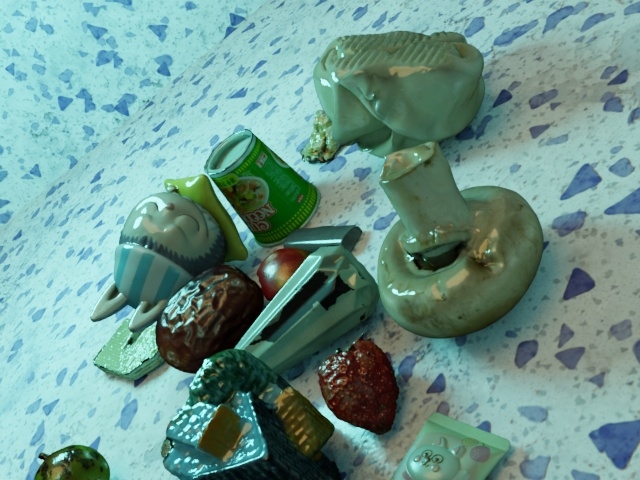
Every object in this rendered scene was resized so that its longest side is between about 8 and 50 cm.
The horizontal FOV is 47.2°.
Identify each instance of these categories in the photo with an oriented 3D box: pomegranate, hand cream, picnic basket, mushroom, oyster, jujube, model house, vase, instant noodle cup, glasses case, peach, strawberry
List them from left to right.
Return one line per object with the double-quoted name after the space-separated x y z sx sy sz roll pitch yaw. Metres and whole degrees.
-0.487 0.497 1.454 0.156 0.156 0.220 -50 33 -12 "pomegranate"
-0.264 0.405 1.409 0.083 0.083 0.065 105 -175 -57 "picnic basket"
-0.238 0.165 1.543 0.243 0.183 0.183 -48 32 3 "jujube"
-0.148 -0.135 1.739 0.207 0.232 0.207 -28 35 22 "instant noodle cup"
-0.058 0.314 1.096 0.241 0.261 0.226 4 56 50 "model house"
-0.059 0.168 1.379 0.360 0.165 0.165 -42 32 8 "vase"
-0.062 0.069 1.537 0.151 0.151 0.118 -30 79 19 "peach"
-0.001 -0.282 1.899 0.163 0.081 0.191 -42 29 10 "oyster"
0.001 0.000 1.606 0.191 0.042 0.072 -3 42 45 "glasses case"
0.064 0.235 1.185 0.131 0.131 0.148 -40 31 5 "strawberry"
0.129 0.376 1.005 0.147 0.093 0.306 9 50 50 "hand cream"
0.191 -0.003 1.169 0.292 0.290 0.292 -29 30 19 "mushroom"

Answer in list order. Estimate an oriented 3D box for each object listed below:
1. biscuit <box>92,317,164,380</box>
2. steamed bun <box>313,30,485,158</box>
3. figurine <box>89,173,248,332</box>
-0.448 0.264 1.774 0.250 0.046 0.147 0 51 48 "biscuit"
0.166 -0.307 1.587 0.368 0.255 0.342 3 29 14 "steamed bun"
-0.409 0.049 1.704 0.378 0.266 0.361 -39 7 -34 "figurine"
